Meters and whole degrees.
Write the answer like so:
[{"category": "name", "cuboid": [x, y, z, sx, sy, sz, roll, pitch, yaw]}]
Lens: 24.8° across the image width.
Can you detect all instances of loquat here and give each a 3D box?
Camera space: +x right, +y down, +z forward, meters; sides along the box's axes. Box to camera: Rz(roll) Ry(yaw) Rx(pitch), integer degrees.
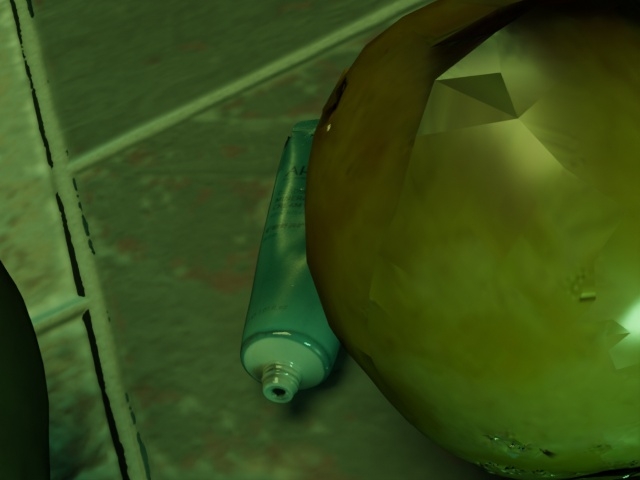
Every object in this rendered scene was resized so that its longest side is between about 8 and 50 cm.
[{"category": "loquat", "cuboid": [0.108, -0.006, 0.642, 0.235, 0.235, 0.235, -14, 45, 15]}]

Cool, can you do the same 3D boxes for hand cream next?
[{"category": "hand cream", "cuboid": [0.000, 0.000, 0.829, 0.083, 0.048, 0.224, -9, 42, 22]}]

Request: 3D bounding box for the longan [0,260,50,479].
[{"category": "longan", "cuboid": [-0.279, 0.102, 0.704, 0.297, 0.297, 0.297, -14, 45, 15]}]
